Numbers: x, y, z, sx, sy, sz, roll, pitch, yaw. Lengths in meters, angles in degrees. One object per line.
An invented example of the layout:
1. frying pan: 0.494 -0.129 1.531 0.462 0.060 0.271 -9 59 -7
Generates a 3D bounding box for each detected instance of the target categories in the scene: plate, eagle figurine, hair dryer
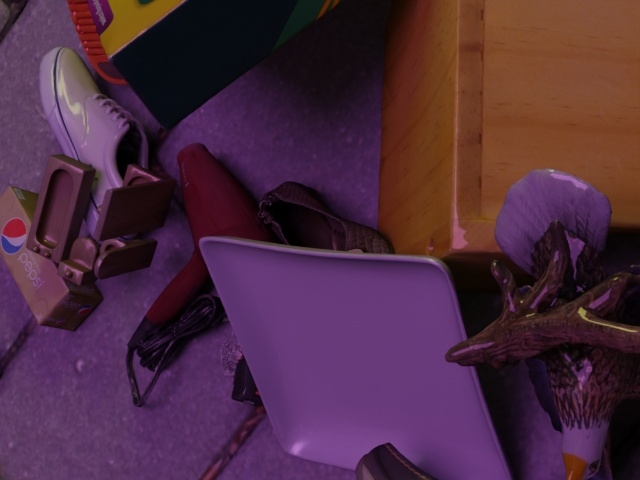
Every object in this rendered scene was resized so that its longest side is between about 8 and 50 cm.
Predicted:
1. plate: 0.042 0.109 1.372 0.278 0.045 0.277 6 128 37
2. eagle figurine: 0.233 0.104 1.173 0.225 0.298 0.226 -54 49 11
3. hair dryer: -0.140 0.036 1.588 0.224 0.080 0.293 -1 79 37

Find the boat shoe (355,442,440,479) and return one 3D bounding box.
1. boat shoe: 0.176 0.287 1.287 0.130 0.132 0.355 -43 54 -10

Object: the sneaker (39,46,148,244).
1. sneaker: -0.247 -0.121 1.704 0.091 0.094 0.258 -29 73 24

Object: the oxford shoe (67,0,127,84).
1. oxford shoe: -0.219 -0.367 1.727 0.130 0.133 0.363 3 99 21

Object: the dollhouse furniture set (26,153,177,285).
1. dollhouse furniture set: -0.267 -0.022 1.588 0.151 0.123 0.144 25 108 21

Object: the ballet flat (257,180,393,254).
1. ballet flat: 0.000 0.000 1.459 0.250 0.058 0.084 45 117 55

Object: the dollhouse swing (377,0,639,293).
1. dollhouse swing: 0.242 -0.132 1.361 0.315 0.305 0.346 140 133 -73

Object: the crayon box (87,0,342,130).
1. crayon box: -0.084 -0.303 1.469 0.313 0.106 0.363 -35 31 5

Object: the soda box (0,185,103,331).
1. soda box: -0.332 0.021 1.746 0.061 0.058 0.181 -47 56 18
